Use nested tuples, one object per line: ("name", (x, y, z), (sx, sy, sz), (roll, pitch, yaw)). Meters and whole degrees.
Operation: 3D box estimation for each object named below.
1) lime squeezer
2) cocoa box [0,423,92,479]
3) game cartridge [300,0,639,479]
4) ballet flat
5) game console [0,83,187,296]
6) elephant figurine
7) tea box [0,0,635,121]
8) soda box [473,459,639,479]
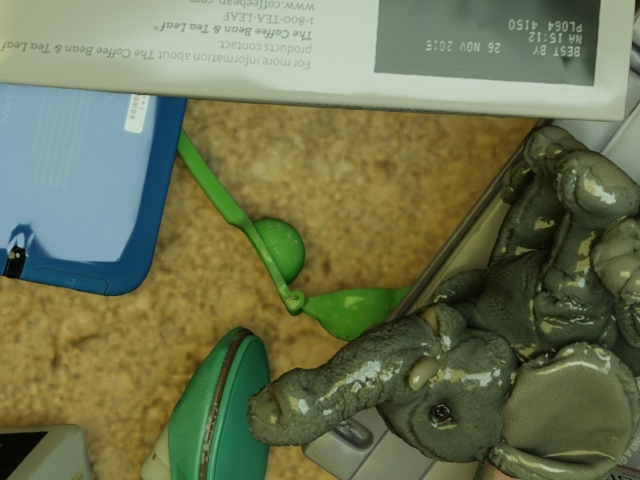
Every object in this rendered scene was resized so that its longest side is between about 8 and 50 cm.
("lime squeezer", (0.000, 0.000, 1.182), (0.310, 0.059, 0.110), (24, 99, 8))
("cocoa box", (-0.283, 0.279, 1.097), (0.232, 0.347, 0.227), (-4, 103, 10))
("game cartridge", (0.181, 0.054, 1.131), (0.230, 0.068, 0.355), (35, 100, -12))
("ballet flat", (-0.082, 0.181, 1.202), (0.087, 0.083, 0.247), (0, 93, 28))
("game console", (-0.225, -0.131, 1.207), (0.250, 0.173, 0.293), (12, 92, -20))
("elephant figurine", (0.106, 0.065, 1.028), (0.186, 0.169, 0.239), (40, 93, 6))
("tea box", (-0.029, -0.187, 0.991), (0.329, 0.323, 0.219), (3, 95, -13))
("soda box", (0.183, 0.175, 1.101), (0.183, 0.058, 0.063), (16, 102, -4))
